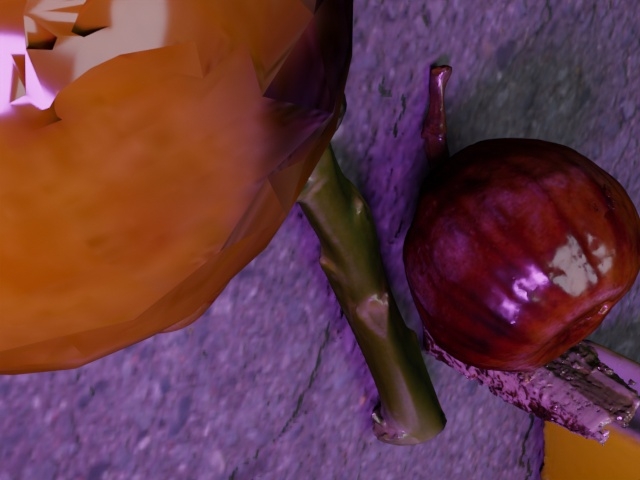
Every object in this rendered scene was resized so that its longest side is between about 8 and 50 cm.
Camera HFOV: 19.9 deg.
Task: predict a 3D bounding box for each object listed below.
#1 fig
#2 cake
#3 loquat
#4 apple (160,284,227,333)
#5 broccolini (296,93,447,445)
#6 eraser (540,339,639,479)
[{"bbox_3d":[0.093,-0.003,0.913,0.150,0.128,0.128,49,66,-20],"label":"fig"},{"bbox_3d":[0.112,0.067,0.988,0.051,0.140,0.055,-32,147,-28],"label":"cake"},{"bbox_3d":[-0.103,-0.073,0.548,0.235,0.235,0.235,-29,130,-41],"label":"loquat"},{"bbox_3d":[-0.070,-0.004,0.757,0.084,0.084,0.071,-68,166,2],"label":"apple"},{"bbox_3d":[-0.005,-0.002,0.853,0.074,0.079,0.392,-32,137,-9],"label":"broccolini"},{"bbox_3d":[0.241,0.177,1.135,0.069,0.226,0.158,-36,137,-32],"label":"eraser"}]
